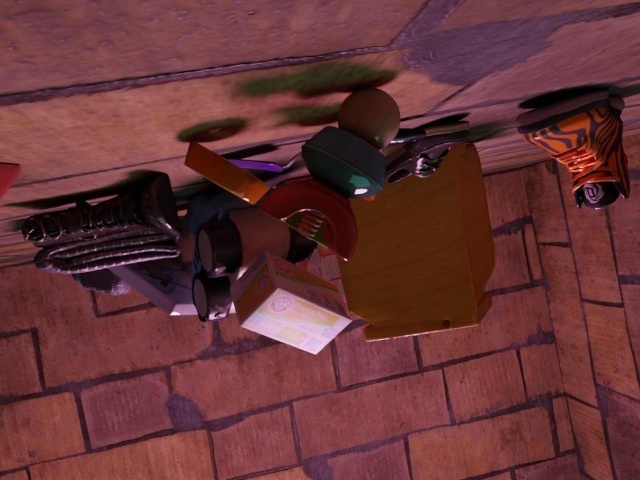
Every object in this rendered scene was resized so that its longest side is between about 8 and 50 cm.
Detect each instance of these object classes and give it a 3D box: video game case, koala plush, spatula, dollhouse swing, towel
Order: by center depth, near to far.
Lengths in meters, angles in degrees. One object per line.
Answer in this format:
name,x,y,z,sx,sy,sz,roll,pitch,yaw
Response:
spatula,-0.001,-0.126,0.808,0.296,0.030,0.084,-11,179,6
dollhouse swing,0.207,-0.024,1.221,0.315,0.347,0.305,-11,-169,12
towel,-0.454,0.001,1.237,0.283,0.121,0.235,-12,-178,-30
video game case,-0.364,0.092,1.448,0.329,0.036,0.300,28,-170,30
koala plush,-0.590,0.043,1.661,0.203,0.196,0.221,2,-174,21

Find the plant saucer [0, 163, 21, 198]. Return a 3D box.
plant saucer,-0.449,-0.024,0.502,0.259,0.048,0.258,-12,-179,13

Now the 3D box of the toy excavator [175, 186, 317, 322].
toy excavator,-0.226,-0.011,1.335,0.222,0.445,0.433,-9,139,-27

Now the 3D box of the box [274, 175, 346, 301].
box,0.000,0.000,1.376,0.154,0.300,0.142,-12,-179,-17

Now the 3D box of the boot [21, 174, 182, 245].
boot,-0.338,-0.031,0.897,0.229,0.091,0.263,-12,-177,-14

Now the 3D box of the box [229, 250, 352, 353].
box,-0.056,0.122,1.116,0.203,0.103,0.114,28,115,-38

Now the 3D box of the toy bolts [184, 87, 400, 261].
toy bolts,-0.013,-0.094,0.614,0.218,0.158,0.228,30,180,-16

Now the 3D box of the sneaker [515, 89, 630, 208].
sneaker,0.430,-0.137,0.935,0.321,0.180,0.124,-12,-179,-43

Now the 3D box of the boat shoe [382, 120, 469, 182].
boat shoe,0.167,-0.140,0.947,0.080,0.073,0.223,-12,-178,-25
